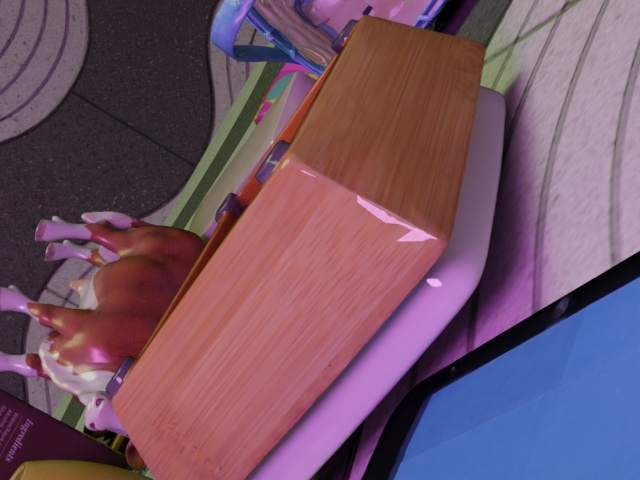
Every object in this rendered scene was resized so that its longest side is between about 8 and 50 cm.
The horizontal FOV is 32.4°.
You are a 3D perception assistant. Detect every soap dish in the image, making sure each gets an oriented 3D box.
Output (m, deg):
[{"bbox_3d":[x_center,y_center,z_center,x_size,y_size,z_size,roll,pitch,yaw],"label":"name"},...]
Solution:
[{"bbox_3d":[0.000,0.000,0.656,0.229,0.118,0.291,-52,8,29],"label":"soap dish"}]

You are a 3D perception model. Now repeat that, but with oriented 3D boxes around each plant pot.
[{"bbox_3d":[-0.203,0.223,0.850,0.134,0.095,0.134,-52,15,21],"label":"plant pot"}]

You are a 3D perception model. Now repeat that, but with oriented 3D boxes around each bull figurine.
[{"bbox_3d":[-0.196,0.076,1.004,0.310,0.188,0.101,-74,2,-60],"label":"bull figurine"}]

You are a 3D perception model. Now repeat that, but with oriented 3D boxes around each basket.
[{"bbox_3d":[0.031,-0.269,0.994,0.255,0.201,0.289,-56,-20,17],"label":"basket"}]

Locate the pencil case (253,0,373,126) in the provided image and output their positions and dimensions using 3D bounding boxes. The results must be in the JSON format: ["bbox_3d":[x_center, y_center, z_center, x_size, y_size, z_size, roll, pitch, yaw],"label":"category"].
[{"bbox_3d":[0.017,-0.190,1.211,0.236,0.104,0.104,-66,13,-22],"label":"pencil case"}]

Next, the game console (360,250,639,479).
[{"bbox_3d":[0.003,0.085,0.371,0.293,0.250,0.173,-44,45,53],"label":"game console"}]

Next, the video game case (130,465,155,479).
[{"bbox_3d":[-0.170,0.266,0.945,0.232,0.042,0.210,-61,12,-10],"label":"video game case"}]

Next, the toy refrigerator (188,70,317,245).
[{"bbox_3d":[-0.053,-0.042,1.132,0.269,0.094,0.102,-48,20,49],"label":"toy refrigerator"}]

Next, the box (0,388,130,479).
[{"bbox_3d":[-0.314,0.245,0.991,0.168,0.203,0.167,-49,14,47],"label":"box"}]

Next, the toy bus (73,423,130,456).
[{"bbox_3d":[-0.257,0.246,1.216,0.191,0.104,0.202,-54,13,23],"label":"toy bus"}]
